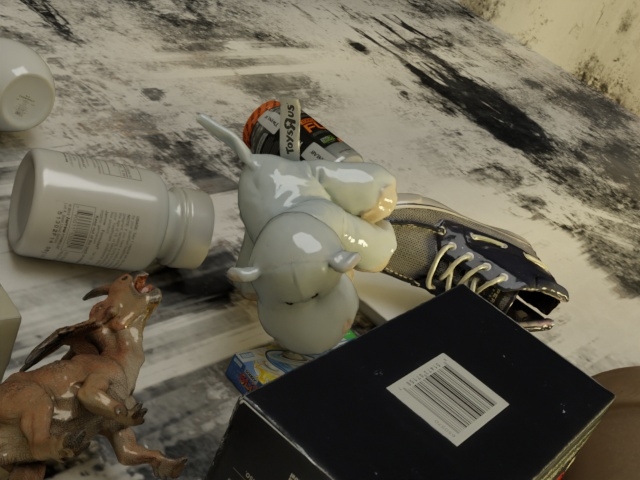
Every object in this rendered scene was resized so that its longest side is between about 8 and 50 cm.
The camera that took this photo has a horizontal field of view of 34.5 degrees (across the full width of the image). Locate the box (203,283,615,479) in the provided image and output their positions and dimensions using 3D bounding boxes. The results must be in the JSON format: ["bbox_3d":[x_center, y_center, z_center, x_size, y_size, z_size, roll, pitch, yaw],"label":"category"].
[{"bbox_3d":[0.043,0.241,0.852,0.179,0.312,0.343,38,30,21],"label":"box"}]

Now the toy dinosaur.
[{"bbox_3d":[-0.256,0.153,0.972,0.296,0.127,0.200,-21,44,-39],"label":"toy dinosaur"}]

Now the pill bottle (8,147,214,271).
[{"bbox_3d":[-0.255,-0.030,1.271,0.229,0.131,0.131,10,31,-29],"label":"pill bottle"}]

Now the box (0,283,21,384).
[{"bbox_3d":[-0.424,0.094,0.933,0.275,0.113,0.094,-1,36,-44],"label":"box"}]

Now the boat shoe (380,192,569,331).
[{"bbox_3d":[0.197,0.036,1.445,0.340,0.127,0.158,10,26,-28],"label":"boat shoe"}]

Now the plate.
[{"bbox_3d":[0.136,0.078,1.510,0.277,0.045,0.278,38,29,21],"label":"plate"}]

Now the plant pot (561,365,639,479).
[{"bbox_3d":[0.366,0.306,1.127,0.263,0.263,0.229,27,45,3],"label":"plant pot"}]

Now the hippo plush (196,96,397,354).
[{"bbox_3d":[0.000,0.000,1.245,0.234,0.294,0.236,-12,29,-5],"label":"hippo plush"}]

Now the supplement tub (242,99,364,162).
[{"bbox_3d":[-0.031,-0.140,1.672,0.190,0.117,0.117,40,30,25],"label":"supplement tub"}]

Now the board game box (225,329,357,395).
[{"bbox_3d":[0.004,0.175,1.237,0.201,0.035,0.136,-7,42,-47],"label":"board game box"}]

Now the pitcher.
[{"bbox_3d":[-0.450,-0.229,1.486,0.207,0.125,0.178,34,11,38],"label":"pitcher"}]
